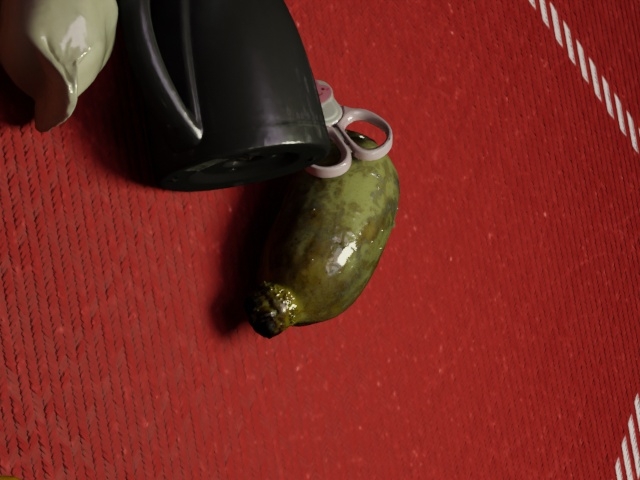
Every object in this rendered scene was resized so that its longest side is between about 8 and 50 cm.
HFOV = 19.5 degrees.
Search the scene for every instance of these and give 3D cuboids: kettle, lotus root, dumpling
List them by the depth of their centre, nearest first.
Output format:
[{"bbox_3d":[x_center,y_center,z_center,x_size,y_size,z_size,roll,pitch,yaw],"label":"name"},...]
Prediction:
[{"bbox_3d":[-0.288,-0.230,2.041,0.132,0.162,0.250,4,62,-13],"label":"dumpling"},{"bbox_3d":[-0.132,-0.219,2.159,0.268,0.207,0.290,0,77,-57],"label":"kettle"},{"bbox_3d":[0.000,0.000,2.305,0.173,0.173,0.309,47,52,-32],"label":"lotus root"}]

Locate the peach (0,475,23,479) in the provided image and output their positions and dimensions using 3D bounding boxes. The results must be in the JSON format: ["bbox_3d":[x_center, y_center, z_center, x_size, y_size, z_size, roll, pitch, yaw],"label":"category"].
[{"bbox_3d":[-0.325,0.286,1.899,0.101,0.101,0.100,15,69,-47],"label":"peach"}]

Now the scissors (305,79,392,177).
[{"bbox_3d":[-0.006,-0.172,2.323,0.118,0.242,0.030,-22,140,-14],"label":"scissors"}]
